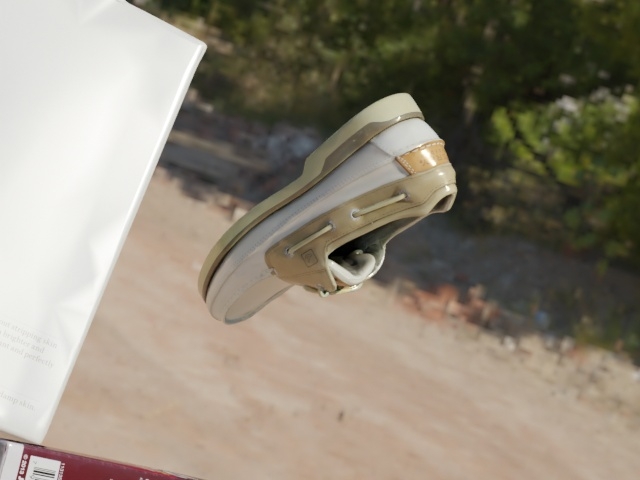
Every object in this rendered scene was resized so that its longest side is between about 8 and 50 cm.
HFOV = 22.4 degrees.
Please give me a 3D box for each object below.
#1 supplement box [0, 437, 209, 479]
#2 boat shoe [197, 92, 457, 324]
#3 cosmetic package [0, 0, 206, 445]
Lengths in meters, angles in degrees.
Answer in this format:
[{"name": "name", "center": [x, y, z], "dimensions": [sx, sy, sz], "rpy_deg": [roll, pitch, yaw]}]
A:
[{"name": "supplement box", "center": [-0.162, 0.185, 1.120], "dimensions": [0.130, 0.073, 0.239], "rpy_deg": [3, -13, 45]}, {"name": "boat shoe", "center": [0.000, 0.000, 1.440], "dimensions": [0.113, 0.302, 0.103], "rpy_deg": [-18, 69, -49]}, {"name": "cosmetic package", "center": [-0.274, -0.035, 1.370], "dimensions": [0.217, 0.385, 0.156], "rpy_deg": [27, -21, -16]}]
